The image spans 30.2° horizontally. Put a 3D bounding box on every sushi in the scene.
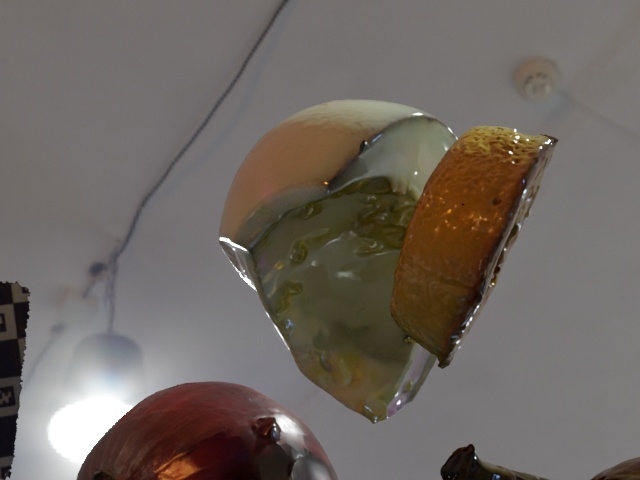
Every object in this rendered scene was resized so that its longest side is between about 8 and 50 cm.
[{"bbox_3d":[-0.372,0.117,1.100,0.192,0.210,0.040,1,-32,-11],"label":"sushi"}]

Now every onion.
[{"bbox_3d":[-0.122,0.317,1.327,0.341,0.341,0.341,-2,-46,-2],"label":"onion"}]

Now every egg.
[{"bbox_3d":[0.011,-0.008,0.981,0.161,0.206,0.271,17,-38,32],"label":"egg"}]

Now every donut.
[{"bbox_3d":[0.099,-0.004,0.801,0.065,0.178,0.162,24,-64,10],"label":"donut"}]

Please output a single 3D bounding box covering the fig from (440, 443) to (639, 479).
[{"bbox_3d":[0.225,0.196,0.744,0.190,0.191,0.290,-28,-57,20],"label":"fig"}]
